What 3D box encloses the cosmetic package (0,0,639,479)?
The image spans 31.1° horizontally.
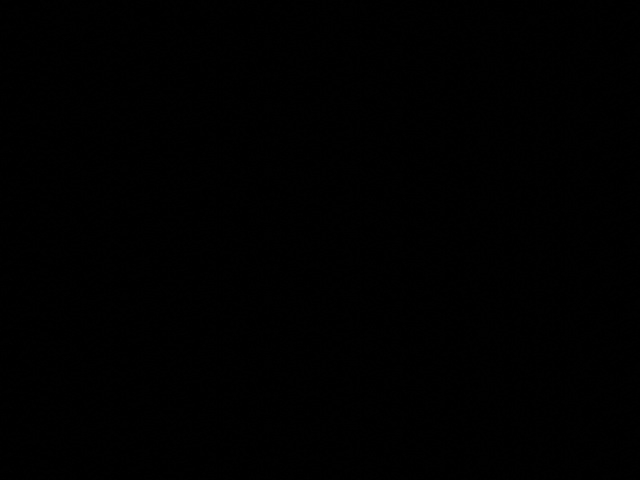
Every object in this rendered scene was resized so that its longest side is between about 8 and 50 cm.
[{"bbox_3d":[0.000,0.000,0.154,0.329,0.394,0.327,-43,-99,22],"label":"cosmetic package"}]
